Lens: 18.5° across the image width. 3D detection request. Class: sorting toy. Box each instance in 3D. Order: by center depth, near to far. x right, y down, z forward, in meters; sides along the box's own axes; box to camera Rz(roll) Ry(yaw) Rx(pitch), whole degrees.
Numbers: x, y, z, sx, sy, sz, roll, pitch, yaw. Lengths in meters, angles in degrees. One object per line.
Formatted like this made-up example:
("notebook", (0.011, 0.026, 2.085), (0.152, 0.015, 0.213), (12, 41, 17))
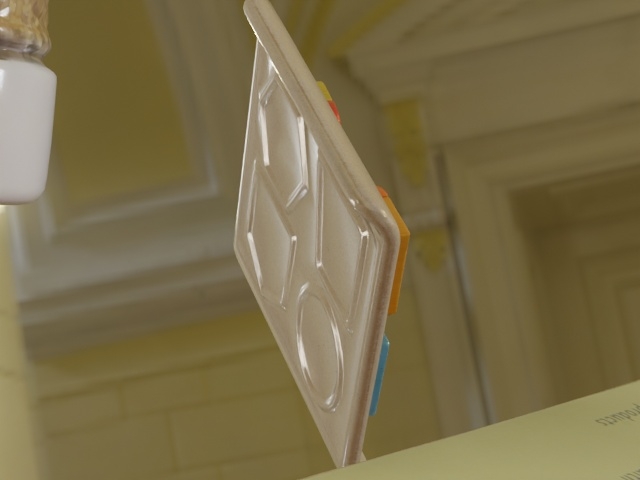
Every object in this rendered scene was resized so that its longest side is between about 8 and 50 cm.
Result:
("sorting toy", (0.000, 0.000, 1.055), (0.038, 0.193, 0.208), (-12, -46, -16))

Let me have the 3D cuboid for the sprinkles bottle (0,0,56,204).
("sprinkles bottle", (-0.139, -0.191, 0.675), (0.121, 0.355, 0.121), (5, 2, 0))

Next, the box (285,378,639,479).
("box", (0.132, 0.122, 0.350), (0.243, 0.117, 0.213), (21, 18, 35))
